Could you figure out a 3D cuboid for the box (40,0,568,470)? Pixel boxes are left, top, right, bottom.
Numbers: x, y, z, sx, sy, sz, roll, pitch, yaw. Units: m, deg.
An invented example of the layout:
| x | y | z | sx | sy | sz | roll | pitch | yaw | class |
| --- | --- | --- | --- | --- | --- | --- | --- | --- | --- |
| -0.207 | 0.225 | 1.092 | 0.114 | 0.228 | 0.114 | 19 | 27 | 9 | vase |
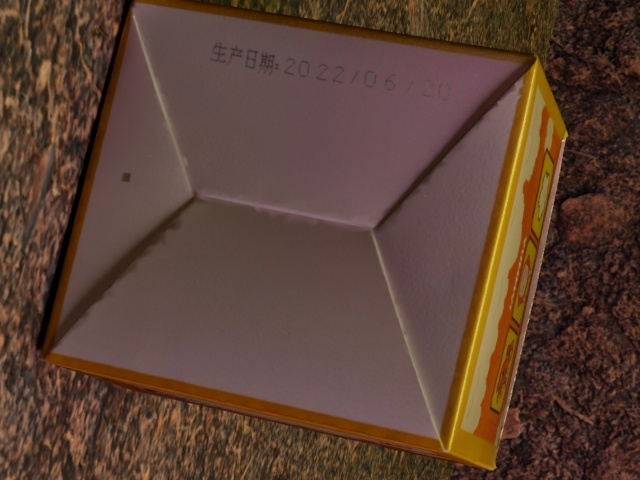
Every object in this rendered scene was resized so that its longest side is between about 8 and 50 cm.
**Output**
| x | y | z | sx | sy | sz | roll | pitch | yaw | class |
| --- | --- | --- | --- | --- | --- | --- | --- | --- | --- |
| 0.000 | 0.000 | 1.109 | 0.214 | 0.283 | 0.260 | 33 | 69 | -71 | box |
